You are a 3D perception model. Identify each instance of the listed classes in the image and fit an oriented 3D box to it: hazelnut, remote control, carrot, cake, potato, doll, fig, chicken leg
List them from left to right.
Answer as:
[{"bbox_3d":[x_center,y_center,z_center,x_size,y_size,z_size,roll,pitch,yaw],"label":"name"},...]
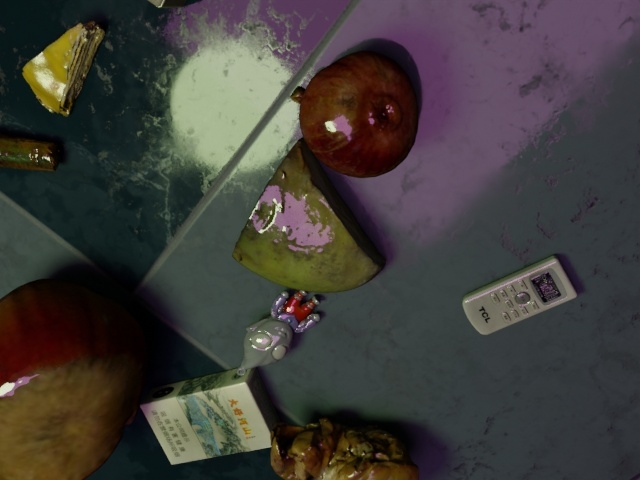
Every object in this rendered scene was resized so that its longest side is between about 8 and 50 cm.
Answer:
[{"bbox_3d":[-0.612,-0.175,1.212,0.260,0.070,0.070,9,115,6],"label":"carrot"},{"bbox_3d":[-0.514,0.271,1.252,0.359,0.359,0.410,25,120,0],"label":"hazelnut"},{"bbox_3d":[-0.436,-0.289,1.121,0.184,0.080,0.116,-22,105,15],"label":"cake"},{"bbox_3d":[-0.090,0.183,1.258,0.102,0.075,0.227,40,103,-17],"label":"doll"},{"bbox_3d":[-0.017,0.468,1.314,0.295,0.182,0.409,35,134,-24],"label":"chicken leg"},{"bbox_3d":[0.000,0.000,1.141,0.255,0.112,0.269,30,117,-3],"label":"potato"},{"bbox_3d":[0.051,-0.196,1.009,0.205,0.205,0.205,4,114,10],"label":"fig"},{"bbox_3d":[0.350,0.102,1.154,0.190,0.029,0.088,-27,105,21],"label":"remote control"}]

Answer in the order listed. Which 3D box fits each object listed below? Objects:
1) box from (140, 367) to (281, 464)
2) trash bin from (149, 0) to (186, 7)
[{"bbox_3d":[-0.230,0.372,1.367,0.256,0.069,0.164,-16,109,18],"label":"box"},{"bbox_3d":[-0.238,-0.401,1.022,0.043,0.092,0.061,34,116,-6],"label":"trash bin"}]
